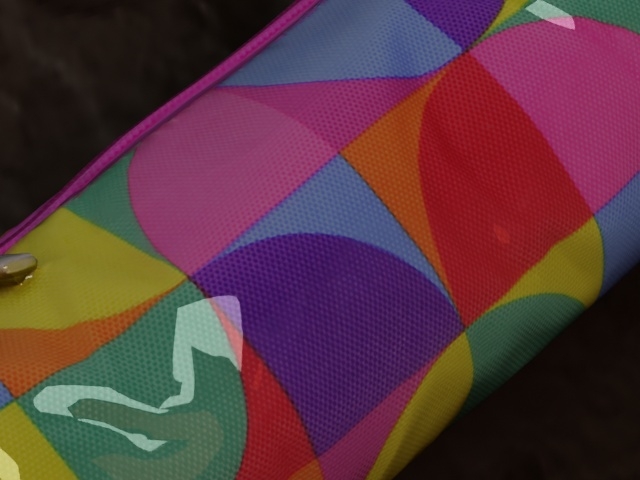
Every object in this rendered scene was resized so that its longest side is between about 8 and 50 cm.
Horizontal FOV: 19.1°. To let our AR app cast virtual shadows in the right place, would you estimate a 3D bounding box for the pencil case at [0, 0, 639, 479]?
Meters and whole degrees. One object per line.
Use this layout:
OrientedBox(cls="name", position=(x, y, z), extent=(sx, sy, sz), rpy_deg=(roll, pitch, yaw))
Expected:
OrientedBox(cls="pencil case", position=(0.000, 0.000, 0.401), extent=(0.236, 0.104, 0.104), rpy_deg=(-37, 107, -29))
